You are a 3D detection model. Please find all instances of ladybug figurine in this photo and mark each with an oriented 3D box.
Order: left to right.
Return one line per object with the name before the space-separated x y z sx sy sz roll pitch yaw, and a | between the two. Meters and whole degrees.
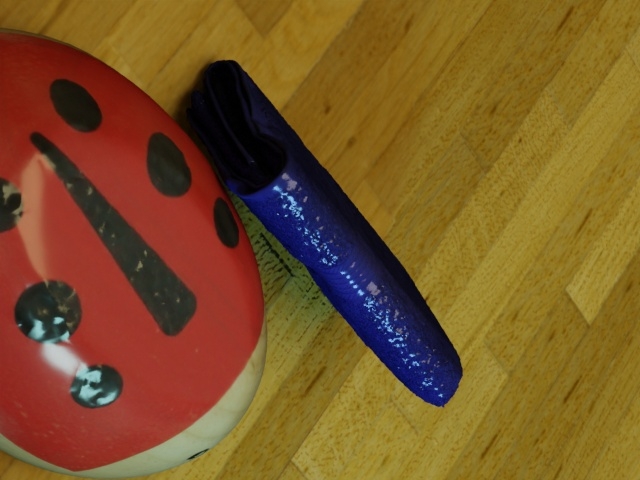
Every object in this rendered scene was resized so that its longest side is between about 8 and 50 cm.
ladybug figurine | -0.188 0.018 1.445 0.449 0.162 0.305 50 63 -34

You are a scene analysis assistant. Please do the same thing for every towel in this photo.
towel | 0.000 0.000 1.598 0.076 0.227 0.308 -36 124 6
